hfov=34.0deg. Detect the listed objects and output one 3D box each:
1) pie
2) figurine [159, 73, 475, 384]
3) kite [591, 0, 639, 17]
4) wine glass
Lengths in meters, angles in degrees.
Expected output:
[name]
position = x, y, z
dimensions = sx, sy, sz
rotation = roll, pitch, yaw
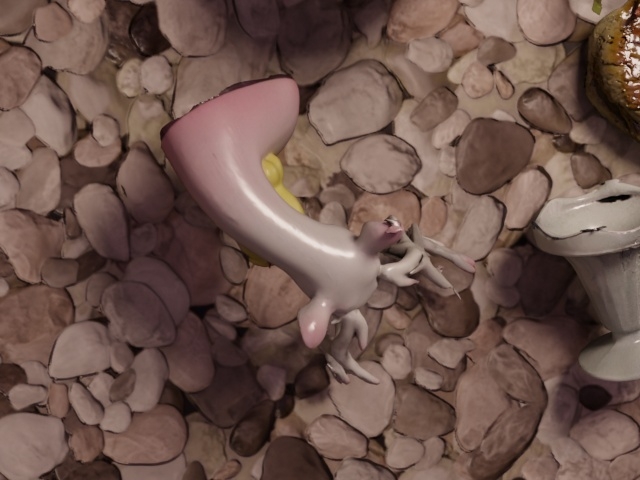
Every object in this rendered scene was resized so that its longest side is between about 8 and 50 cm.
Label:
[pie]
position = 0.393, -0.193, 1.195
dimensions = 0.193, 0.079, 0.163
rotation = 30, 89, -10
[figurine]
position = 0.010, -0.008, 1.105
dimensions = 0.206, 0.284, 0.316
rotation = -35, 78, 8
[kite]
position = 0.377, -0.370, 1.161
dimensions = 0.169, 0.015, 0.310
rotation = 29, 78, -11
[wine glass]
position = 0.337, 0.045, 1.192
dimensions = 0.164, 0.165, 0.197
rotation = -18, 109, -5
